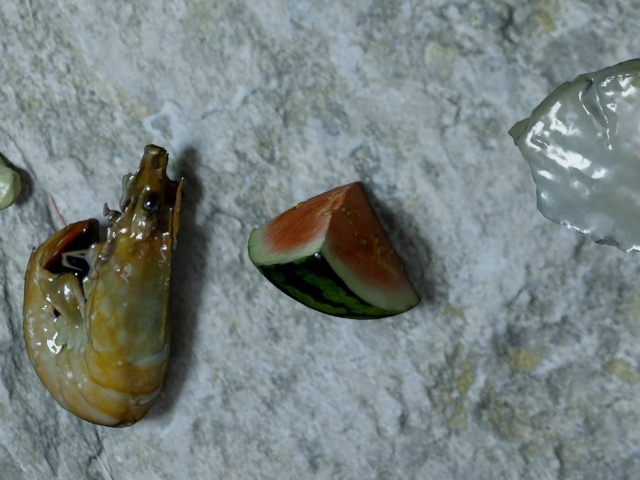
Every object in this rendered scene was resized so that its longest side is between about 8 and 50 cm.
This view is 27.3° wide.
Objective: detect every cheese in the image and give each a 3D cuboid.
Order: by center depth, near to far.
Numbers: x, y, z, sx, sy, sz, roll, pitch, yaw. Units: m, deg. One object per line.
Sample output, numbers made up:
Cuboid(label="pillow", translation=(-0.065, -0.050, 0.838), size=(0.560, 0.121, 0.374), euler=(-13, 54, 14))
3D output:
Cuboid(label="cheese", translation=(-0.271, -0.062, 1.050), size=(0.083, 0.030, 0.044), euler=(49, 133, 6))

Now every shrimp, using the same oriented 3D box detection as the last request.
Cuboid(label="shrimp", translation=(-0.173, 0.029, 1.029), size=(0.152, 0.063, 0.287), euler=(34, 128, 24))

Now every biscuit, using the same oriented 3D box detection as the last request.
Cuboid(label="biscuit", translation=(0.248, -0.031, 0.770), size=(0.290, 0.038, 0.141), euler=(27, 123, 15))

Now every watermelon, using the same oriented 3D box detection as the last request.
Cuboid(label="watermelon", translation=(0.000, 0.000, 0.914), size=(0.135, 0.125, 0.094), euler=(21, 93, 40))
